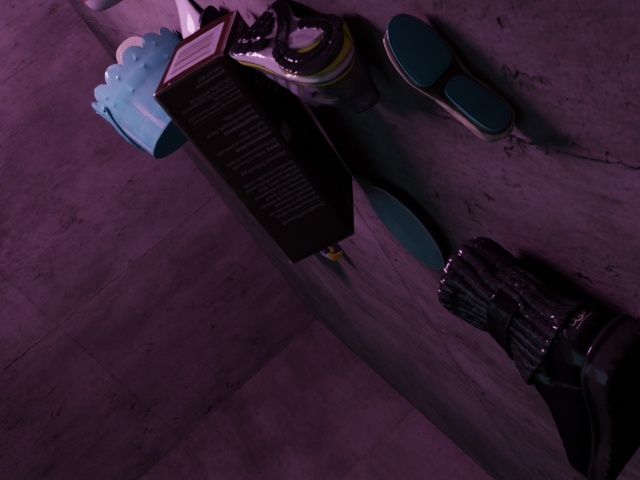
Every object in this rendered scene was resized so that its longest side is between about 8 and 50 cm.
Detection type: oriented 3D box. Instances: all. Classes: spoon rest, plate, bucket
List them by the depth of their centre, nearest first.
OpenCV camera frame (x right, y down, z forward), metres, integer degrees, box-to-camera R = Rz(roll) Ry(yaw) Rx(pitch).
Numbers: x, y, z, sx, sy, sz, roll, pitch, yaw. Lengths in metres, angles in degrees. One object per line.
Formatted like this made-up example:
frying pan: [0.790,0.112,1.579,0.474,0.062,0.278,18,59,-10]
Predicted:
plate: [0.152,-0.027,1.187,0.188,0.024,0.188,47,171,9]
spoon rest: [-0.270,-0.440,1.362,0.276,0.084,0.137,36,173,-7]
bucket: [-0.377,-0.341,1.637,0.183,0.281,0.281,44,171,1]

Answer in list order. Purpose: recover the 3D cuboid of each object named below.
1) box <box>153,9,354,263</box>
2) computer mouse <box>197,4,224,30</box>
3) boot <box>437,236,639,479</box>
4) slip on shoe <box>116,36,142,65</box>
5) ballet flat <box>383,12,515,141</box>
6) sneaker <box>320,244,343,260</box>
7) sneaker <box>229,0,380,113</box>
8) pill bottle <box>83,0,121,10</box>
box: [-0.093,-0.165,1.152,0.381,0.143,0.191,53,-158,-32]
computer mouse: [-0.169,-0.295,1.282,0.060,0.262,0.184,6,-167,13]
boot: [0.301,0.162,0.913,0.260,0.131,0.348,30,150,43]
slip on shoe: [-0.473,-0.475,1.992,0.331,0.123,0.101,40,172,21]
ballet flat: [0.125,-0.159,0.697,0.168,0.057,0.052,48,180,9]
sneaker: [0.000,0.000,1.903,0.144,0.053,0.059,51,173,-4]
sneaker: [-0.028,-0.238,0.932,0.121,0.111,0.300,45,180,-37]
pill bottle: [-0.332,-0.510,0.896,0.363,0.210,0.210,53,170,-29]
